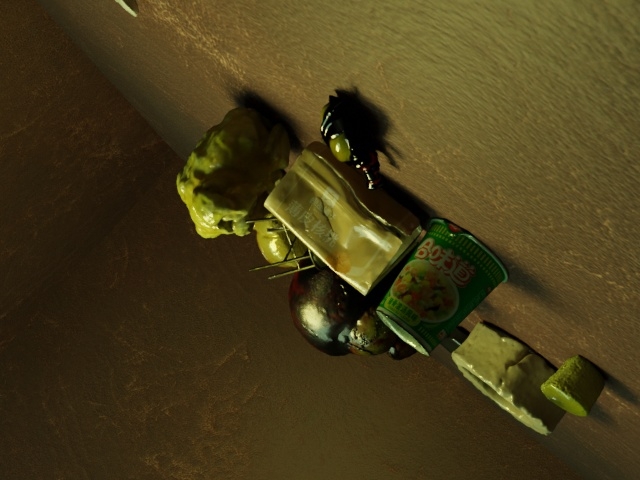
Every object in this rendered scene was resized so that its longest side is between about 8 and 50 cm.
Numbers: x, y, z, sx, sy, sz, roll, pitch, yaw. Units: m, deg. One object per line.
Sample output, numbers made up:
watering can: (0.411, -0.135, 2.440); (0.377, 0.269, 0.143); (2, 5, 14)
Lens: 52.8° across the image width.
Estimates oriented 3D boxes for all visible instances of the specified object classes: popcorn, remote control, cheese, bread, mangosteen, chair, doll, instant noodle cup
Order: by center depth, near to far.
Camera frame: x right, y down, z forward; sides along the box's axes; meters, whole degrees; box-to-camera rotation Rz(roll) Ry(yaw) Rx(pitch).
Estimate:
doll: (0.058, -0.175, 1.177); (0.127, 0.088, 0.249); (37, 176, 24)
instant noodle cup: (0.237, 0.103, 1.345); (0.207, 0.233, 0.207); (41, 172, 7)
bread: (0.575, 0.331, 1.460); (0.111, 0.114, 0.129); (38, 172, 10)
remote control: (-0.502, -0.627, 1.513); (0.229, 0.044, 0.073); (54, 173, -27)
chair: (0.000, 0.000, 1.547); (0.325, 0.160, 0.170); (-7, 167, 18)
popcorn: (-0.231, -0.176, 1.647); (0.293, 0.334, 0.292); (7, 170, 15)
mangosteen: (0.126, 0.135, 1.752); (0.421, 0.381, 0.381); (0, 155, 22)
cheese: (0.543, 0.386, 1.826); (0.332, 0.153, 0.292); (41, 173, -15)
bread: (-0.076, -0.044, 1.981); (0.270, 0.270, 0.148); (44, 164, -27)

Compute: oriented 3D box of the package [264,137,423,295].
package: (0.063, -0.070, 1.416); (0.311, 0.221, 0.165); (43, 155, 13)

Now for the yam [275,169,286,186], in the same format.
yam: (-0.184, -0.249, 2.064); (0.071, 0.067, 0.317); (19, 163, 36)

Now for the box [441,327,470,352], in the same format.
box: (0.551, 0.416, 2.280); (0.289, 0.073, 0.290); (39, 172, 8)
